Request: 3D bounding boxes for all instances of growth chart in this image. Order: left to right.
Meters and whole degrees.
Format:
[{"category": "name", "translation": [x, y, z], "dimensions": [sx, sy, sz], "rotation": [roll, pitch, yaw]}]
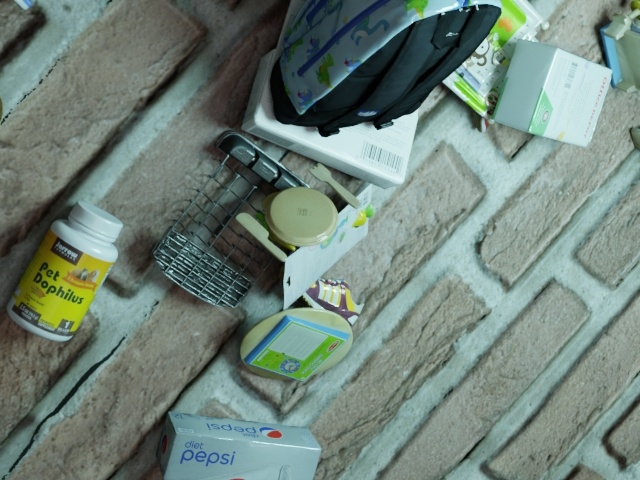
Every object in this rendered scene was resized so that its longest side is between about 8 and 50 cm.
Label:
[{"category": "growth chart", "translation": [0.303, -0.353, 1.669], "dimensions": [0.172, 0.021, 0.237], "rotation": [33, 86, -12]}]

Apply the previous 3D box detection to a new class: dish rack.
[{"category": "dish rack", "translation": [-0.151, -0.026, 1.601], "dimensions": [0.208, 0.074, 0.271], "rotation": [36, 93, -24]}]

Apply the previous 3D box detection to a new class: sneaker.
[{"category": "sneaker", "translation": [0.002, 0.090, 1.696], "dimensions": [0.084, 0.070, 0.185], "rotation": [-50, 120, -13]}, {"category": "sneaker", "translation": [0.315, -0.262, 1.714], "dimensions": [0.067, 0.042, 0.118], "rotation": [-12, 107, -13]}]

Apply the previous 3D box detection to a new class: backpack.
[{"category": "backpack", "translation": [0.109, -0.324, 1.409], "dimensions": [0.290, 0.355, 0.273], "rotation": [-9, 89, -27]}]

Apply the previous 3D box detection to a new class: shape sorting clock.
[{"category": "shape sorting clock", "translation": [-0.043, 0.187, 1.678], "dimensions": [0.206, 0.040, 0.206], "rotation": [-5, 135, -5]}]

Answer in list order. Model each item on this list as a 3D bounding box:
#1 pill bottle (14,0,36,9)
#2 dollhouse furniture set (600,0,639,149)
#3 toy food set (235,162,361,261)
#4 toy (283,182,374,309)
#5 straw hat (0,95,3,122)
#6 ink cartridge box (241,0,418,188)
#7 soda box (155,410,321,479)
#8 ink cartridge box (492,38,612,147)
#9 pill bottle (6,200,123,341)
[{"category": "pill bottle", "translation": [-0.419, -0.417, 1.382], "dimensions": [0.137, 0.078, 0.078], "rotation": [-43, 115, -4]}, {"category": "dollhouse furniture set", "translation": [0.708, -0.301, 1.711], "dimensions": [0.198, 0.286, 0.303], "rotation": [-34, 125, -8]}, {"category": "toy food set", "translation": [-0.035, -0.039, 1.542], "dimensions": [0.192, 0.132, 0.038], "rotation": [-35, 156, -28]}, {"category": "toy", "translation": [0.000, 0.000, 1.623], "dimensions": [0.237, 0.056, 0.136], "rotation": [-38, 150, -31]}, {"category": "straw hat", "translation": [-0.551, -0.210, 1.405], "dimensions": [0.145, 0.061, 0.144], "rotation": [-6, 123, -9]}, {"category": "ink cartridge box", "translation": [0.037, -0.261, 1.601], "dimensions": [0.296, 0.066, 0.261], "rotation": [21, 75, -24]}, {"category": "soda box", "translation": [-0.150, 0.393, 1.709], "dimensions": [0.286, 0.091, 0.098], "rotation": [12, 101, -22]}, {"category": "ink cartridge box", "translation": [0.426, -0.265, 1.687], "dimensions": [0.212, 0.093, 0.154], "rotation": [5, 106, -45]}, {"category": "pill bottle", "translation": [-0.408, 0.047, 1.500], "dimensions": [0.117, 0.117, 0.215], "rotation": [28, 94, -25]}]
